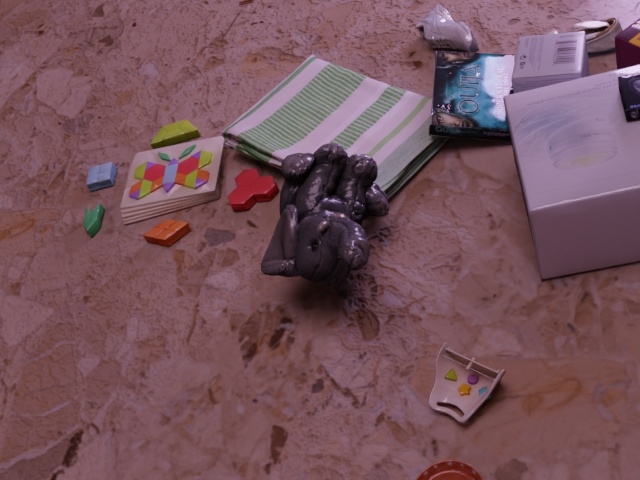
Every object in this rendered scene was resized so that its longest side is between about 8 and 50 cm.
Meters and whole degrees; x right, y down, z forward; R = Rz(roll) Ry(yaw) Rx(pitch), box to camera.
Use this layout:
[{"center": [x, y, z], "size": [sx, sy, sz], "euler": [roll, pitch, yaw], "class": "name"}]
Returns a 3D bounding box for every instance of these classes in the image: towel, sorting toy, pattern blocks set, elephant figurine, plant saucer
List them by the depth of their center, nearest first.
[{"center": [0.140, 0.279, 1.013], "size": [0.083, 0.013, 0.084], "euler": [-11, 46, 12], "class": "plant saucer"}, {"center": [0.165, 0.173, 1.087], "size": [0.083, 0.045, 0.075], "euler": [23, 68, 37], "class": "sorting toy"}, {"center": [0.000, 0.000, 1.217], "size": [0.169, 0.186, 0.240], "euler": [-6, 46, 13], "class": "elephant figurine"}, {"center": [0.031, -0.180, 1.462], "size": [0.324, 0.038, 0.248], "euler": [26, 59, 35], "class": "towel"}, {"center": [-0.240, -0.103, 1.526], "size": [0.324, 0.026, 0.285], "euler": [-21, 44, 3], "class": "pattern blocks set"}]

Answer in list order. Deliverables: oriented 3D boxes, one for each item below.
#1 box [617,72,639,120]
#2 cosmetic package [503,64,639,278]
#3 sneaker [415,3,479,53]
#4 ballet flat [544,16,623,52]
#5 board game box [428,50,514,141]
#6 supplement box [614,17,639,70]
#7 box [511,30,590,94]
[{"center": [0.411, -0.180, 1.137], "size": [0.083, 0.018, 0.067], "euler": [-7, 46, 14], "class": "box"}, {"center": [0.366, -0.093, 1.186], "size": [0.223, 0.138, 0.225], "euler": [-12, 47, 12], "class": "cosmetic package"}, {"center": [0.212, -0.339, 1.551], "size": [0.061, 0.054, 0.152], "euler": [-36, 38, 0], "class": "sneaker"}, {"center": [0.382, -0.311, 1.445], "size": [0.168, 0.052, 0.057], "euler": [-13, 45, 11], "class": "ballet flat"}, {"center": [0.232, -0.222, 1.417], "size": [0.126, 0.026, 0.186], "euler": [4, 47, 6], "class": "board game box"}, {"center": [0.532, -0.297, 1.349], "size": [0.188, 0.081, 0.104], "euler": [-36, 46, -12], "class": "supplement box"}, {"center": [0.340, -0.241, 1.371], "size": [0.101, 0.087, 0.101], "euler": [-1, 48, 22], "class": "box"}]
